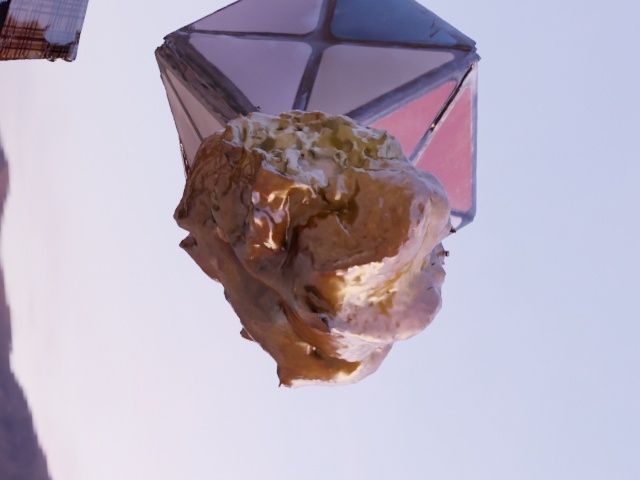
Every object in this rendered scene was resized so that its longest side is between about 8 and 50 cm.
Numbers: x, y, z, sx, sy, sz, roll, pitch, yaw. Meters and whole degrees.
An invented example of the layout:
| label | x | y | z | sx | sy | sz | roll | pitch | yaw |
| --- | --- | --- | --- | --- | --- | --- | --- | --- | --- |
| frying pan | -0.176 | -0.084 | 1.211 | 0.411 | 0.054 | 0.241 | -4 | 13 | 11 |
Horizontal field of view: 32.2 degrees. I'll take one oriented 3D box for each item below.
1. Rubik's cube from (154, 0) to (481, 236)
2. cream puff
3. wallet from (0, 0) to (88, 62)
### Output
| label | x | y | z | sx | sy | sz | roll | pitch | yaw |
| --- | --- | --- | --- | --- | --- | --- | --- | --- | --- |
| Rubik's cube | 0.002 | -0.146 | 1.434 | 0.310 | 0.307 | 0.305 | 44 | -23 | 37 |
| cream puff | 0.000 | 0.000 | 0.890 | 0.241 | 0.155 | 0.269 | 61 | -29 | -6 |
| wallet | -0.155 | -0.131 | 0.473 | 0.230 | 0.042 | 0.124 | -43 | 148 | -74 |
